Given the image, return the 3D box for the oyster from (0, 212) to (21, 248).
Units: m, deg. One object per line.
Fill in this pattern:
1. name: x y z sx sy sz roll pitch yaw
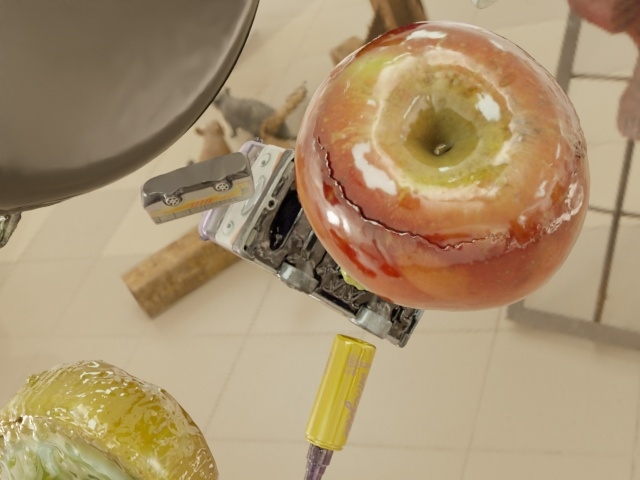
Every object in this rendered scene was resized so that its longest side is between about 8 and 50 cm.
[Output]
1. oyster: -0.397 -0.034 0.871 0.199 0.252 0.087 -49 35 12

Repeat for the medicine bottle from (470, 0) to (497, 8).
1. medicine bottle: 0.101 -0.213 0.713 0.057 0.057 0.089 -37 76 -16

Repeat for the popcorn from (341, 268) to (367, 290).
1. popcorn: 0.115 -0.023 1.416 0.221 0.204 0.184 -11 77 14

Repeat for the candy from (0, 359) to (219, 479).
1. candy: -0.228 0.246 1.081 0.260 0.260 0.118 -1 33 29

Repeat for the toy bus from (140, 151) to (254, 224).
1. toy bus: -0.182 -0.078 1.523 0.172 0.072 0.057 -16 52 3

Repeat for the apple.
1. apple: 0.107 -0.058 0.920 0.272 0.206 0.252 26 70 14

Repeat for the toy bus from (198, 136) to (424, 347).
1. toy bus: 0.000 0.000 1.837 0.249 0.440 0.209 24 84 51

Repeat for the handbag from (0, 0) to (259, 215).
1. handbag: -0.141 -0.156 0.387 0.254 0.308 0.093 -37 38 -29

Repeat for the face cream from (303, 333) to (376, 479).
1. face cream: 0.022 0.305 1.781 0.078 0.078 0.273 18 90 42
